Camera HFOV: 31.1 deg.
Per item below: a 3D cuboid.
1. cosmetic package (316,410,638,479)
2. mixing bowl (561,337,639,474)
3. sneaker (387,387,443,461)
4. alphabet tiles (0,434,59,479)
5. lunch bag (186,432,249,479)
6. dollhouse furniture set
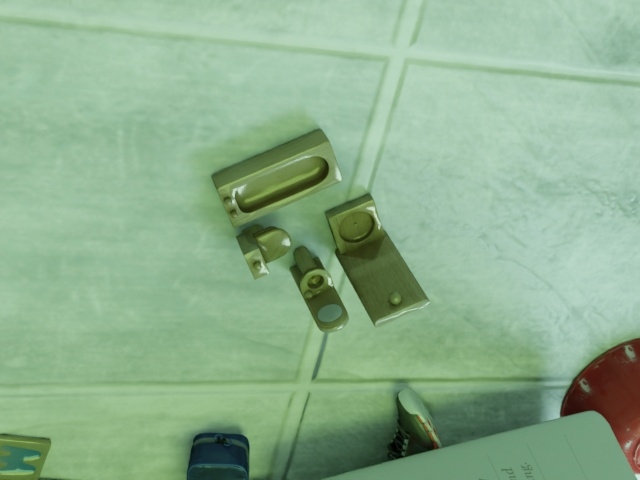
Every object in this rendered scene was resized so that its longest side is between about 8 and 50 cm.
[{"bbox_3d":[0.177,0.449,1.298,0.393,0.329,0.327,-11,140,-14],"label":"cosmetic package"},{"bbox_3d":[0.395,0.217,1.401,0.181,0.098,0.181,-10,126,-14],"label":"mixing bowl"},{"bbox_3d":[0.106,0.236,1.331,0.064,0.061,0.158,-22,128,3],"label":"sneaker"},{"bbox_3d":[-0.431,0.305,1.205,0.342,0.011,0.285,11,119,-27],"label":"alphabet tiles"},{"bbox_3d":[-0.111,0.254,1.254,0.067,0.065,0.098,4,117,-3],"label":"lunch bag"},{"bbox_3d":[0.000,0.000,1.080,0.144,0.123,0.151,-23,128,-4],"label":"dollhouse furniture set"}]
